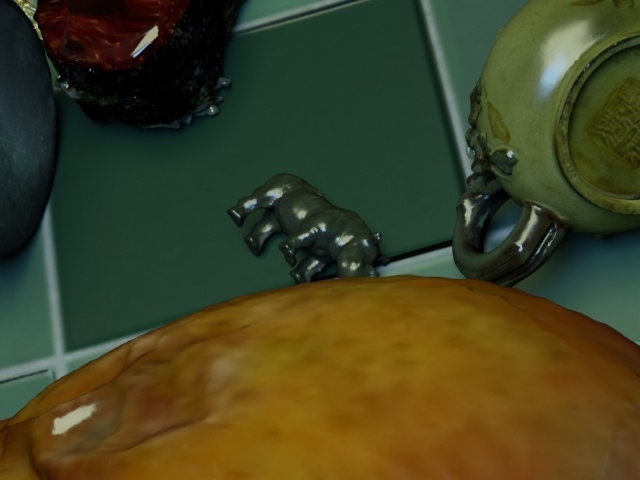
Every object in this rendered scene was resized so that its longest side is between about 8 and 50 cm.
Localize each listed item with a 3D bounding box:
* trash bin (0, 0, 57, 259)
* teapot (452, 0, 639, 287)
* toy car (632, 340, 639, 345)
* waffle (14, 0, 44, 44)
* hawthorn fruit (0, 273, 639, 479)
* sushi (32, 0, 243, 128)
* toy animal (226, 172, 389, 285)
[{"bbox_3d":[-0.379,-0.087,1.194,0.301,0.203,0.252,0,87,19],"label":"trash bin"},{"bbox_3d":[0.170,-0.088,1.062,0.269,0.173,0.182,-56,24,7],"label":"teapot"},{"bbox_3d":[0.223,0.135,0.961,0.093,0.058,0.186,-42,46,-8],"label":"toy car"},{"bbox_3d":[-0.279,-0.214,1.284,0.191,0.125,0.032,26,73,31],"label":"waffle"},{"bbox_3d":[-0.006,0.225,0.769,0.471,0.472,0.472,-8,59,13],"label":"hawthorn fruit"},{"bbox_3d":[-0.135,-0.201,1.233,0.136,0.126,0.225,3,68,17],"label":"sushi"},{"bbox_3d":[0.000,0.000,1.116,0.065,0.047,0.135,-40,52,-17],"label":"toy animal"}]
